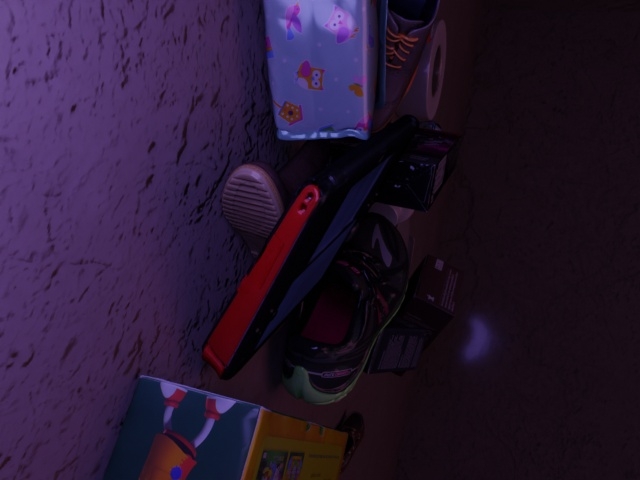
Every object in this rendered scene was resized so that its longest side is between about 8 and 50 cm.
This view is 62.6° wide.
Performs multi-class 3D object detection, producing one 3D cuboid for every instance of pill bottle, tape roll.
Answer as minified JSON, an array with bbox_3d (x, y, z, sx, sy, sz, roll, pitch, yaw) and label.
[{"bbox_3d":[0.184,-0.139,1.337,0.264,0.146,0.146,-60,153,-44],"label":"pill bottle"},{"bbox_3d":[0.297,-0.501,1.556,0.286,0.100,0.286,9,90,-72],"label":"tape roll"}]

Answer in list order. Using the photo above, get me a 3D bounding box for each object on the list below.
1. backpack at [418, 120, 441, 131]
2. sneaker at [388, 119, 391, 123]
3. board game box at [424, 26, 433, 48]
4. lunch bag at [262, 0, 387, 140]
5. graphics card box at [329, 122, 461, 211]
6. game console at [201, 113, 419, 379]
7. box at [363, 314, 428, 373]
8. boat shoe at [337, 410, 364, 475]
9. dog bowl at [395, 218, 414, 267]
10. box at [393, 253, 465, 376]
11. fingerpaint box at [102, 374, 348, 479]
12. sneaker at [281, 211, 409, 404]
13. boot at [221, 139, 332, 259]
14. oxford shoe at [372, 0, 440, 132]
[{"bbox_3d":[0.339,-0.342,1.764,0.084,0.105,0.114,13,87,-49],"label":"backpack"},{"bbox_3d":[0.144,-0.296,1.298,0.071,0.066,0.188,-77,177,-73],"label":"sneaker"},{"bbox_3d":[0.127,-0.432,1.023,0.275,0.145,0.142,-58,151,-50],"label":"board game box"},{"bbox_3d":[0.016,-0.282,0.762,0.262,0.160,0.223,-72,161,-62],"label":"lunch bag"},{"bbox_3d":[0.144,-0.168,1.070,0.371,0.233,0.094,-42,143,-60],"label":"graphics card box"},{"bbox_3d":[0.000,0.000,0.747,0.342,0.060,0.386,-55,174,33],"label":"game console"},{"bbox_3d":[0.128,0.229,1.236,0.207,0.153,0.108,11,97,-47],"label":"box"},{"bbox_3d":[0.075,0.564,1.489,0.207,0.073,0.073,-57,153,-49],"label":"boat shoe"},{"bbox_3d":[0.191,0.032,1.514,0.349,0.102,0.348,10,90,-71],"label":"dog bowl"},{"bbox_3d":[0.293,0.243,1.657,0.191,0.143,0.381,-61,176,-44],"label":"box"},{"bbox_3d":[-0.123,0.404,0.685,0.445,0.163,0.370,56,46,-63],"label":"fingerpaint box"},{"bbox_3d":[0.069,0.096,1.065,0.202,0.185,0.482,87,21,-43],"label":"sneaker"},{"bbox_3d":[-0.048,-0.091,0.750,0.248,0.090,0.206,88,25,-63],"label":"boot"},{"bbox_3d":[0.110,-0.325,0.834,0.132,0.130,0.363,-81,-176,-54],"label":"oxford shoe"}]
